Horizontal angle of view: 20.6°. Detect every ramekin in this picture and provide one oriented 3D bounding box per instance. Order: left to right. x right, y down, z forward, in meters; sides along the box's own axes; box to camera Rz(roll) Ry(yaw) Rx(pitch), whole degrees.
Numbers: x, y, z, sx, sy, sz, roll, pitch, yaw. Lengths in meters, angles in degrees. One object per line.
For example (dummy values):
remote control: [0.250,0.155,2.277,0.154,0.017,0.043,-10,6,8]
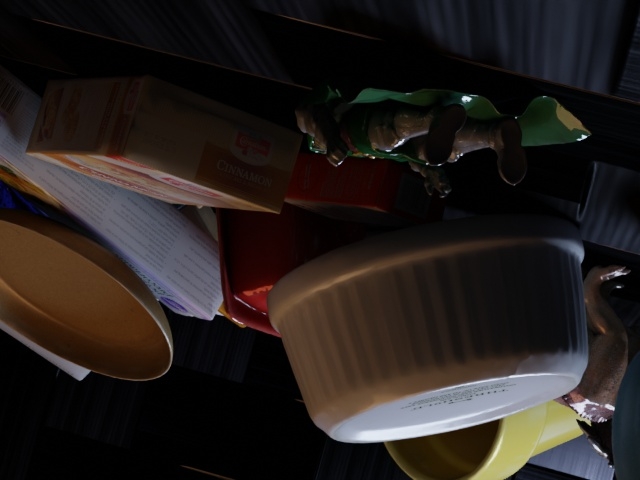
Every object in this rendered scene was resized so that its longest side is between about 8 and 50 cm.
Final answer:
ramekin: [0.097,0.080,1.457,0.273,0.127,0.273,-11,164,-3]

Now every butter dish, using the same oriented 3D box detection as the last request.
butter dish: [-0.016,-0.003,1.559,0.118,0.159,0.160,-12,164,23]

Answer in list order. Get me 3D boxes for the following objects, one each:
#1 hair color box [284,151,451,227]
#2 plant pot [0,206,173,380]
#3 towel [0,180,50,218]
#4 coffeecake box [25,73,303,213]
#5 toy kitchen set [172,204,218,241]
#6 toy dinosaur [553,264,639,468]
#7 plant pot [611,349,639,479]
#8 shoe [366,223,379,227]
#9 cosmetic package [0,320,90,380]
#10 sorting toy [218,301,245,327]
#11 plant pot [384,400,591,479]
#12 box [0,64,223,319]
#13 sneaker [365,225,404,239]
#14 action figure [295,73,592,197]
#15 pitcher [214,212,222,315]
hair color box: [0.031,-0.041,1.425,0.072,0.043,0.141,19,172,-37]
plant pot: [-0.230,0.043,1.567,0.236,0.032,0.236,22,152,13]
towel: [-0.302,-0.030,1.707,0.308,0.076,0.228,50,170,-29]
coffeecake box: [-0.125,-0.076,1.381,0.142,0.068,0.185,20,173,-31]
toy kitchen set: [-0.192,0.003,1.770,0.207,0.122,0.166,-35,-179,36]
toy dinosaur: [0.271,0.132,1.691,0.296,0.200,0.127,21,173,-40]
plant pot: [0.399,0.155,1.344,0.293,0.293,0.196,17,148,-20]
shoe: [0.000,0.000,1.837,0.178,0.063,0.081,15,179,42]
cosmetic package: [-0.312,0.031,1.990,0.224,0.138,0.225,34,162,-6]
sorting toy: [-0.203,-0.021,1.977,0.348,0.047,0.196,40,158,-21]
plant pot: [0.235,0.189,2.294,0.239,0.254,0.254,0,-174,-39]
box: [-0.200,-0.042,1.500,0.063,0.067,0.324,8,155,50]
sneaker: [0.121,0.041,1.758,0.146,0.122,0.330,32,-174,42]
action figure: [0.043,-0.066,1.058,0.137,0.063,0.232,14,179,-22]
pitcher: [-0.142,0.007,2.113,0.207,0.125,0.177,6,139,44]
